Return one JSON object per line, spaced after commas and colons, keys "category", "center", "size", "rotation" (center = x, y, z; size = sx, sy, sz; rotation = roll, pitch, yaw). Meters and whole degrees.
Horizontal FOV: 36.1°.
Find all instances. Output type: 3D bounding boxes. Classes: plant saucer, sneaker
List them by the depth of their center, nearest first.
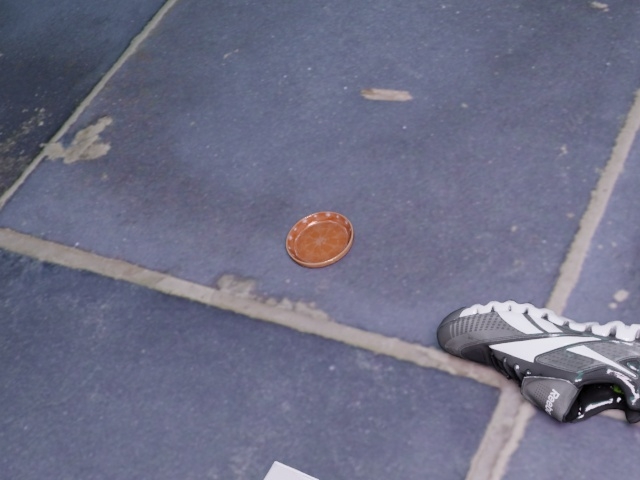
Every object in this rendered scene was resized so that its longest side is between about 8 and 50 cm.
{"category": "sneaker", "center": [0.220, 0.123, 0.959], "size": [0.234, 0.078, 0.106], "rotation": [7, 50, 21]}
{"category": "plant saucer", "center": [0.000, 0.000, 1.185], "size": [0.084, 0.013, 0.083], "rotation": [-9, 47, 10]}

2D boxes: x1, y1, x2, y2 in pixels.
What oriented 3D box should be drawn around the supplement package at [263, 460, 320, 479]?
{"category": "supplement package", "center": [0.002, 0.354, 0.746], "size": [0.198, 0.199, 0.262], "rotation": [16, 57, 31]}
